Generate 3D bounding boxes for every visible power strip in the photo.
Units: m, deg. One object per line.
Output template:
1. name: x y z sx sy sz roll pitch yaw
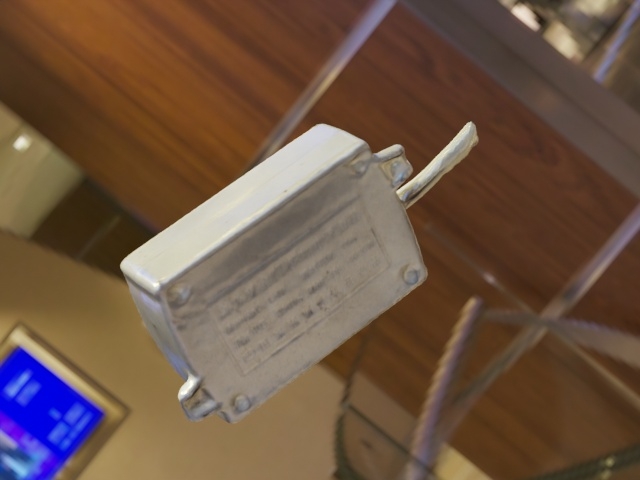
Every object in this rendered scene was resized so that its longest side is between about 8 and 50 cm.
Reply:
1. power strip: 0.000 0.000 0.644 0.175 0.075 0.042 -35 29 -17
